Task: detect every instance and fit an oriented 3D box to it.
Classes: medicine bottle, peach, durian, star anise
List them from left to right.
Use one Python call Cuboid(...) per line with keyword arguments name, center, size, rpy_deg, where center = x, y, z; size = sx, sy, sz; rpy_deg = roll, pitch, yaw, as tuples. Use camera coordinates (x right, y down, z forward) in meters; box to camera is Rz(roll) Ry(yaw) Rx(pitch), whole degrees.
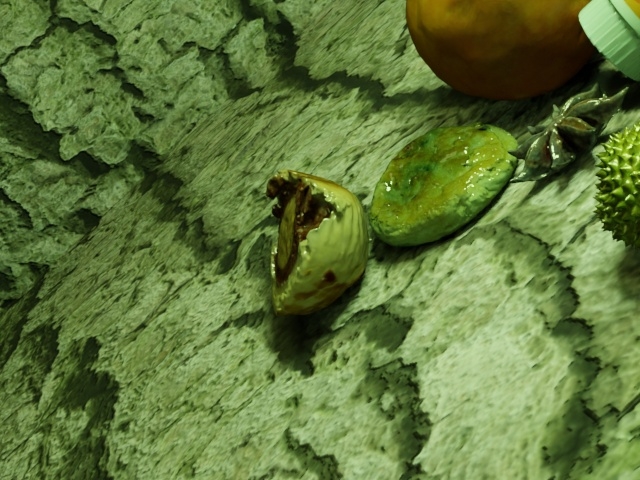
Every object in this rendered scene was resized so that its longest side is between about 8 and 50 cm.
Cuboid(name="peach", center=(0.315, -0.395, 1.293), size=(0.342, 0.302, 0.343), rpy_deg=(-7, 22, 3))
Cuboid(name="star anise", center=(0.367, -0.157, 1.114), size=(0.204, 0.061, 0.180), rpy_deg=(-52, 14, -29))
Cuboid(name="durian", center=(0.397, -0.079, 0.854), size=(0.159, 0.146, 0.198), rpy_deg=(-4, 49, 51))
Cuboid(name="medicine bottle", center=(0.522, -0.374, 1.036), size=(0.318, 0.158, 0.158), rpy_deg=(-44, 20, 36))

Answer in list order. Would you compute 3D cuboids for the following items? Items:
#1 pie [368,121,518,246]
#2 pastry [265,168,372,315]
Cuboid(name="pie", center=(0.196, -0.102, 1.264), size=(0.277, 0.078, 0.277), rpy_deg=(-34, 29, 21))
Cuboid(name="pastry", center=(0.001, 0.008, 1.279), size=(0.256, 0.170, 0.237), rpy_deg=(-144, 59, -68))
